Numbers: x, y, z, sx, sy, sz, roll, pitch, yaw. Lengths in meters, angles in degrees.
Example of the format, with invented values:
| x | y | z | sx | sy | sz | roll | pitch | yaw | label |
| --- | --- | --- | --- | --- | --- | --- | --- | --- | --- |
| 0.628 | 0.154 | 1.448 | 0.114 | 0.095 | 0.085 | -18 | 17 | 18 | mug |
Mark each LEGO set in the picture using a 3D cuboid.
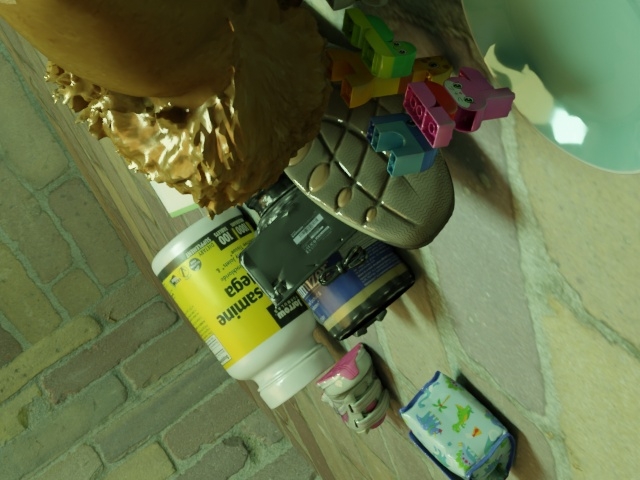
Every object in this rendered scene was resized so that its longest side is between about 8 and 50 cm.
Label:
| x | y | z | sx | sy | sz | roll | pitch | yaw | label |
| --- | --- | --- | --- | --- | --- | --- | --- | --- | --- |
| 0.070 | -0.127 | 0.742 | 0.087 | 0.093 | 0.227 | 100 | 151 | -44 | LEGO set |

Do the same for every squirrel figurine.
| x | y | z | sx | sy | sz | roll | pitch | yaw | label |
| --- | --- | --- | --- | --- | --- | --- | --- | --- | --- |
| -0.175 | -0.200 | 0.743 | 0.370 | 0.281 | 0.397 | 10 | 134 | 44 | squirrel figurine |

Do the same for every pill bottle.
| x | y | z | sx | sy | sz | roll | pitch | yaw | label |
| --- | --- | --- | --- | --- | --- | --- | --- | --- | --- |
| -0.128 | 0.119 | 1.729 | 0.334 | 0.188 | 0.188 | 53 | 165 | 3 | pill bottle |
| 0.002 | 0.000 | 1.180 | 0.219 | 0.123 | 0.123 | 52 | 165 | 8 | pill bottle |

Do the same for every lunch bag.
| x | y | z | sx | sy | sz | roll | pitch | yaw | label |
| --- | --- | --- | --- | --- | --- | --- | --- | --- | --- |
| 0.181 | 0.254 | 1.272 | 0.129 | 0.096 | 0.151 | 43 | 176 | 28 | lunch bag |

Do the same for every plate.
| x | y | z | sx | sy | sz | roll | pitch | yaw | label |
| --- | --- | --- | --- | --- | --- | --- | --- | --- | --- |
| 0.156 | -0.125 | 0.613 | 0.188 | 0.024 | 0.188 | 50 | 166 | 18 | plate |

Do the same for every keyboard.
| x | y | z | sx | sy | sz | roll | pitch | yaw | label |
| --- | --- | --- | --- | --- | --- | --- | --- | --- | --- |
| 0.000 | 0.000 | 1.105 | 0.108 | 0.180 | 0.023 | 50 | -165 | 15 | keyboard |

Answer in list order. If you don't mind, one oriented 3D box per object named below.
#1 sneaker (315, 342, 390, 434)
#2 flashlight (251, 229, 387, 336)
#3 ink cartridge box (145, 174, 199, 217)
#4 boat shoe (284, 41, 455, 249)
| x | y | z | sx | sy | sz | roll | pitch | yaw | label |
| --- | --- | --- | --- | --- | --- | --- | --- | --- | --- |
| 0.066 | 0.250 | 1.618 | 0.111 | 0.103 | 0.252 | 45 | 170 | 17 | sneaker |
| -0.015 | 0.056 | 1.380 | 0.304 | 0.103 | 0.103 | -145 | 57 | -63 | flashlight |
| -0.216 | -0.160 | 1.473 | 0.171 | 0.056 | 0.235 | -18 | 110 | 38 | ink cartridge box |
| 0.010 | -0.115 | 0.947 | 0.355 | 0.132 | 0.130 | 48 | -174 | 32 | boat shoe |
